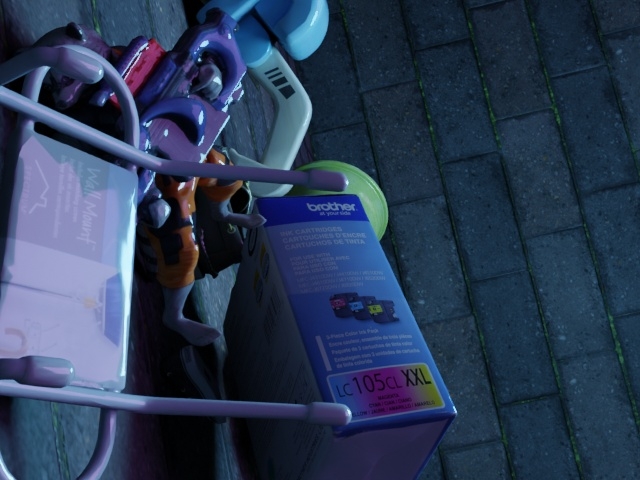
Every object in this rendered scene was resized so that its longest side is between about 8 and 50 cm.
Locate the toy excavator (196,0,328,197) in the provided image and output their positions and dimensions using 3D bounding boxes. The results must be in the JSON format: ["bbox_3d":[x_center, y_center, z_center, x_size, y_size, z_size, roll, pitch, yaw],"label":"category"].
[{"bbox_3d":[-0.094,-0.361,1.581,0.445,0.433,0.222,50,3,6],"label":"toy excavator"}]

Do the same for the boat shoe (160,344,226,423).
[{"bbox_3d":[-0.146,0.172,0.987,0.142,0.040,0.049,72,-1,-46],"label":"boat shoe"}]

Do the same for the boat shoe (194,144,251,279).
[{"bbox_3d":[-0.145,-0.053,1.230,0.305,0.091,0.109,-94,170,-56],"label":"boat shoe"}]

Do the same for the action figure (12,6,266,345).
[{"bbox_3d":[-0.186,-0.048,0.803,0.341,0.179,0.330,-58,138,-37],"label":"action figure"}]

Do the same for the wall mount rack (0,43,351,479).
[{"bbox_3d":[-0.114,0.019,0.626,0.304,0.131,0.349,22,63,-50],"label":"wall mount rack"}]

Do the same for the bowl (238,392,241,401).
[{"bbox_3d":[-0.030,0.222,1.281,0.156,0.289,0.289,18,46,-31],"label":"bowl"}]

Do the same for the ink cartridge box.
[{"bbox_3d":[-0.009,0.128,1.042,0.270,0.151,0.395,109,-32,-43],"label":"ink cartridge box"}]

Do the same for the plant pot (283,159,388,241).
[{"bbox_3d":[0.000,0.000,1.884,0.254,0.276,0.276,-72,151,-55],"label":"plant pot"}]
